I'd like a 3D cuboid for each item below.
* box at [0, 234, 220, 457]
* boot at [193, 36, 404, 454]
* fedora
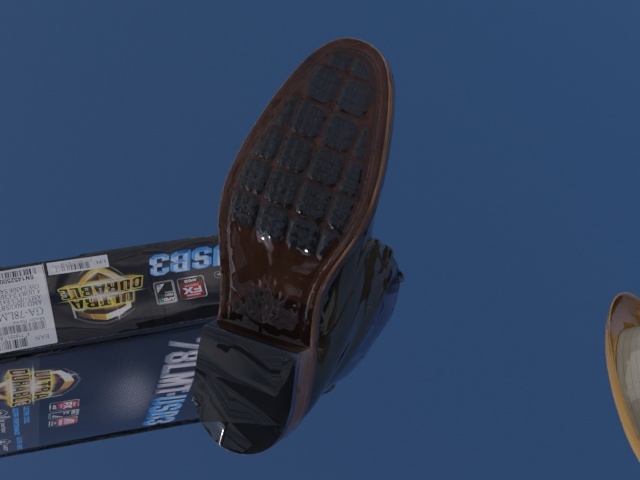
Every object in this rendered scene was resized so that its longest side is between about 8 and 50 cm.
[{"bbox_3d":[-0.142,0.085,0.908,0.293,0.295,0.073,-7,-111,-17],"label":"box"},{"bbox_3d":[0.000,0.000,0.634,0.082,0.106,0.219,24,-76,20],"label":"boot"},{"bbox_3d":[0.303,0.121,0.978,0.194,0.079,0.194,38,-140,-41],"label":"fedora"}]
